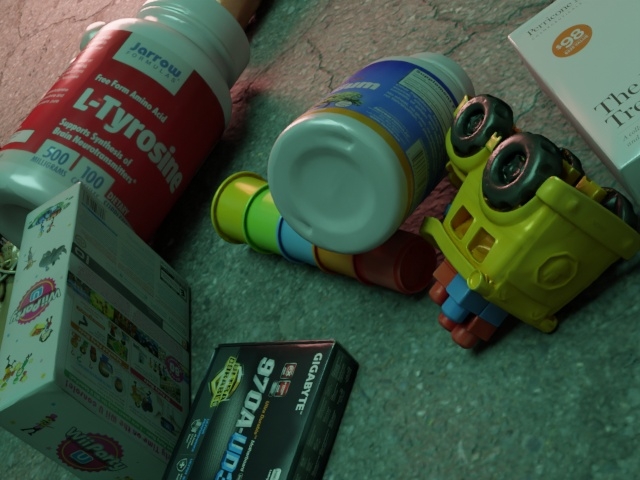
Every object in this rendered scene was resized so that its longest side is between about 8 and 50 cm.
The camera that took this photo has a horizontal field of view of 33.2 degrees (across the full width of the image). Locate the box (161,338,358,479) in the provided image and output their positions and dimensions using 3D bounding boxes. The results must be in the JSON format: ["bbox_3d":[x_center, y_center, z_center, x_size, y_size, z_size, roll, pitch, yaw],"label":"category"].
[{"bbox_3d":[-0.071,0.211,1.120,0.175,0.051,0.220,-6,51,39],"label":"box"}]

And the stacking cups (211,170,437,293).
[{"bbox_3d":[0.000,0.000,1.236,0.316,0.096,0.096,23,72,46],"label":"stacking cups"}]

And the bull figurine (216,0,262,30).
[{"bbox_3d":[-0.124,-0.448,1.755,0.188,0.101,0.310,4,55,49],"label":"bull figurine"}]

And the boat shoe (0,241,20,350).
[{"bbox_3d":[-0.424,0.044,1.551,0.122,0.110,0.341,-19,44,29],"label":"boat shoe"}]

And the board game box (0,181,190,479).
[{"bbox_3d":[-0.250,0.117,1.231,0.097,0.224,0.303,-28,39,18],"label":"board game box"}]

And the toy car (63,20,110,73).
[{"bbox_3d":[-0.329,-0.254,1.742,0.136,0.159,0.182,127,162,-56],"label":"toy car"}]

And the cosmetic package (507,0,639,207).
[{"bbox_3d":[0.408,-0.225,1.062,0.377,0.097,0.284,-36,35,11],"label":"cosmetic package"}]

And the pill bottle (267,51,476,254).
[{"bbox_3d":[0.070,-0.109,1.152,0.152,0.152,0.272,-13,19,34],"label":"pill bottle"}]

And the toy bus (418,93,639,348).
[{"bbox_3d":[0.172,-0.009,1.051,0.211,0.149,0.220,-52,33,15],"label":"toy bus"}]

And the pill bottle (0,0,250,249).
[{"bbox_3d":[-0.268,-0.156,1.490,0.229,0.229,0.407,2,51,43],"label":"pill bottle"}]

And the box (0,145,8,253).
[{"bbox_3d":[-0.511,-0.042,1.648,0.184,0.190,0.045,-47,36,-6],"label":"box"}]
